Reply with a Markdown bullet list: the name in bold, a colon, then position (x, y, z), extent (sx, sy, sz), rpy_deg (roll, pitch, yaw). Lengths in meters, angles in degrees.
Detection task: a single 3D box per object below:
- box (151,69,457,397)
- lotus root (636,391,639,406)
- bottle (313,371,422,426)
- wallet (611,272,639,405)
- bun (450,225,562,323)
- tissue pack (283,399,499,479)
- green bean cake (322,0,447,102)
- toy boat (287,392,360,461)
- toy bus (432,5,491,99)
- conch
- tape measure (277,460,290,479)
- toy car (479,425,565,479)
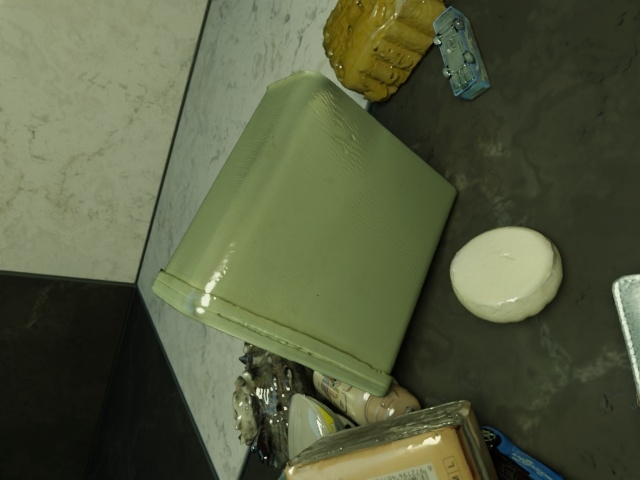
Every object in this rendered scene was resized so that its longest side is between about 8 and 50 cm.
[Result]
- **box**: position (0.000, 0.000, 0.710), extent (0.177, 0.352, 0.343), rpy_deg (5, 68, 56)
- **lotus root**: position (0.351, 0.135, 0.502), extent (0.030, 0.037, 0.083), rpy_deg (0, 81, 52)
- **bottle**: position (0.081, 0.262, 0.810), extent (0.097, 0.110, 0.209), rpy_deg (-41, 27, -18)
- **wallet**: position (0.374, 0.124, 0.436), extent (0.167, 0.036, 0.222), rpy_deg (-15, 69, 36)
- **bun**: position (0.246, 0.055, 0.633), extent (0.138, 0.094, 0.138), rpy_deg (-23, 35, 17)
- **tissue pack**: position (0.128, 0.364, 0.567), extent (0.238, 0.239, 0.305), rpy_deg (-33, 70, 47)
- **green bean cake**: position (0.110, -0.408, 0.916), extent (0.224, 0.131, 0.229), rpy_deg (-48, 45, 40)
- **toy boat**: position (0.023, 0.380, 0.805), extent (0.141, 0.141, 0.269), rpy_deg (-8, 87, 55)
- **toy bus**: position (0.226, -0.301, 0.781), extent (0.051, 0.061, 0.153), rpy_deg (-32, 57, 45)
- **conch**: position (-0.108, 0.329, 0.984), extent (0.313, 0.186, 0.240), rpy_deg (33, 107, 58)
- **tape measure**: position (-0.090, 0.582, 0.915), extent (0.330, 0.084, 0.164), rpy_deg (-60, 29, -5)
- **toy car**: position (0.251, 0.302, 0.570), extent (0.216, 0.063, 0.103), rpy_deg (21, 118, 59)
